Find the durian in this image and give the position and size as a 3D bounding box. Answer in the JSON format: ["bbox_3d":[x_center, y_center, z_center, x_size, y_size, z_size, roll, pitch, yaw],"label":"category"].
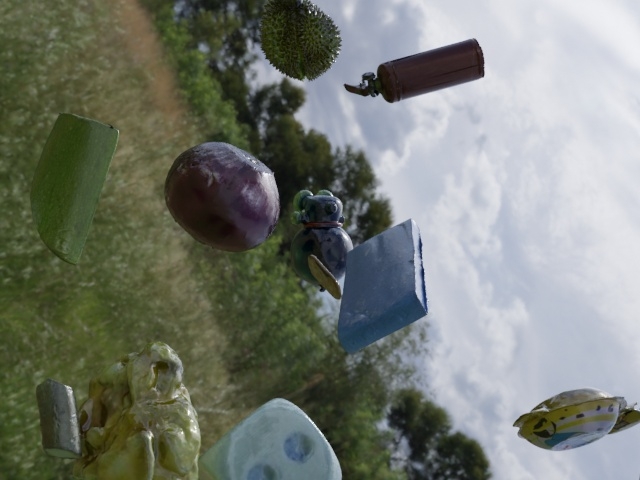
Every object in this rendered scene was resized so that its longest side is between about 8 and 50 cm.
[{"bbox_3d":[-0.052,-0.426,1.487,0.198,0.159,0.146,43,21,-26],"label":"durian"}]

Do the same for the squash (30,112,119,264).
[{"bbox_3d":[-0.527,-0.113,1.457,0.203,0.111,0.289,11,-98,52],"label":"squash"}]

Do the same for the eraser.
[{"bbox_3d":[0.103,0.063,1.183,0.043,0.144,0.312,56,18,-17],"label":"eraser"}]

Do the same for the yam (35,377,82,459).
[{"bbox_3d":[-0.468,0.322,1.287,0.070,0.069,0.147,93,-17,-70],"label":"yam"}]

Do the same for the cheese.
[{"bbox_3d":[0.374,0.247,0.993,0.156,0.250,0.064,-48,-134,45],"label":"cheese"}]

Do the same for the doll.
[{"bbox_3d":[0.001,0.000,2.233,0.186,0.198,0.322,1,-83,63],"label":"doll"}]

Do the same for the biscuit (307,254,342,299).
[{"bbox_3d":[0.009,0.089,1.747,0.147,0.018,0.071,45,-26,39],"label":"biscuit"}]

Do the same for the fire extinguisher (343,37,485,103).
[{"bbox_3d":[0.227,-0.416,1.785,0.147,0.336,0.107,-109,-175,-63],"label":"fire extinguisher"}]

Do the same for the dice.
[{"bbox_3d":[-0.126,0.566,1.743,0.265,0.262,0.268,49,-28,13],"label":"dice"}]

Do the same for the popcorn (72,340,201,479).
[{"bbox_3d":[-0.358,0.407,1.477,0.334,0.292,0.293,61,14,23],"label":"popcorn"}]

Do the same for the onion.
[{"bbox_3d":[-0.254,-0.107,1.942,0.336,0.282,0.260,44,5,-22],"label":"onion"}]
